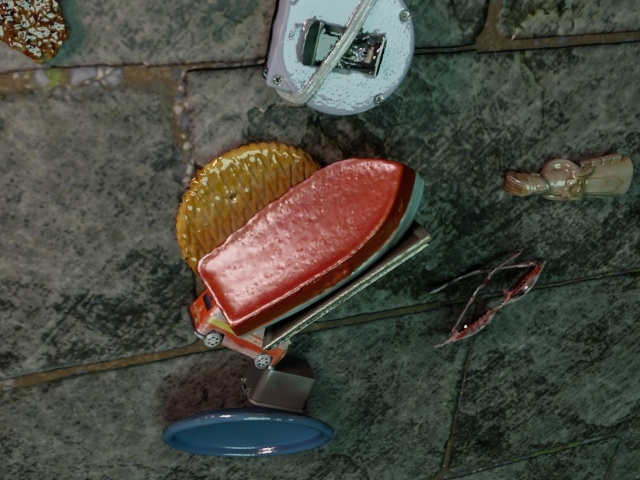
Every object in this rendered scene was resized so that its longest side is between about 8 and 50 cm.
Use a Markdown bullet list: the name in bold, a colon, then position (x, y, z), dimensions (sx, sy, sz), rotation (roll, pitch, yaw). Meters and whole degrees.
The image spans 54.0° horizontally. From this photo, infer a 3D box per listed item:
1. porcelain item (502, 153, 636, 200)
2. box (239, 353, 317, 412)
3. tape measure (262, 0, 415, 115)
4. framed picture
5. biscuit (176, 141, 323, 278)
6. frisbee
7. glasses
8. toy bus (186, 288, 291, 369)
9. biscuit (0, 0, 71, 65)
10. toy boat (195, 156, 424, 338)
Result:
- **porcelain item**: position (0.405, -0.098, 1.029), dimensions (0.213, 0.054, 0.084), rotation (-5, 122, -15)
- **box**: position (-0.069, 0.237, 1.073), dimensions (0.122, 0.084, 0.069), rotation (18, 105, -29)
- **tape measure**: position (0.023, -0.246, 0.765), dimensions (0.181, 0.107, 0.182), rotation (1, 120, -12)
- **framed picture**: position (0.032, 0.054, 0.911), dimensions (0.274, 0.217, 0.017), rotation (-34, 99, 6)
- **biscuit**: position (-0.085, -0.027, 0.915), dimensions (0.254, 0.035, 0.253), rotation (-9, 124, -13)
- **frisbee**: position (-0.123, 0.321, 1.078), dimensions (0.290, 0.049, 0.289), rotation (-2, 151, -1)
- **glasses**: position (0.292, 0.098, 1.120), dimensions (0.255, 0.095, 0.162), rotation (-38, 154, 6)
- **toy bus**: position (-0.121, 0.136, 0.988), dimensions (0.174, 0.079, 0.077), rotation (32, 102, -34)
- **biscuit**: position (-0.351, -0.299, 0.645), dimensions (0.131, 0.026, 0.237), rotation (-43, 125, 13)
- **toy boat**: position (0.000, 0.000, 0.862), dimensions (0.332, 0.145, 0.133), rotation (-35, 162, 2)
